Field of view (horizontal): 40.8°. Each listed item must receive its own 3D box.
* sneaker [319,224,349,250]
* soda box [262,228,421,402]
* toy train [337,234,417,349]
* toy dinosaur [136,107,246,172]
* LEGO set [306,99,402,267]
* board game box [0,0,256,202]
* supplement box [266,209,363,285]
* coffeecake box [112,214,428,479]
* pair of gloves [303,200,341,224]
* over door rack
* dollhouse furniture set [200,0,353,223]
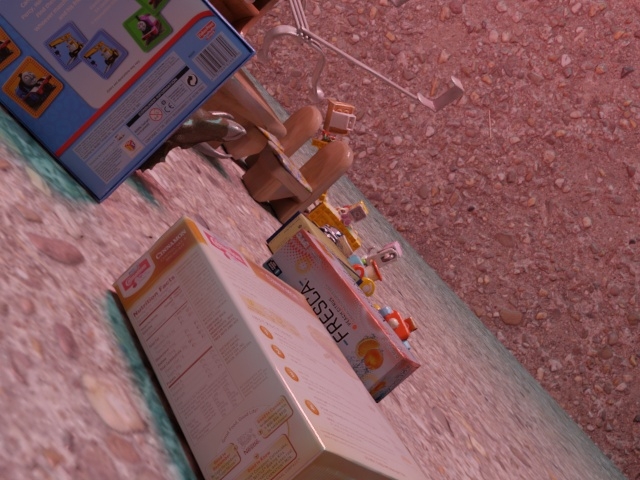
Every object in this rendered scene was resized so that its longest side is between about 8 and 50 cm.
[{"bbox_3d":[0.000,0.000,1.183,0.052,0.058,0.135,50,9,22],"label":"sneaker"},{"bbox_3d":[0.020,0.076,0.879,0.183,0.063,0.058,52,8,28],"label":"soda box"},{"bbox_3d":[0.075,0.070,1.064,0.125,0.046,0.166,92,-26,-64],"label":"toy train"},{"bbox_3d":[-0.211,-0.160,0.730,0.313,0.121,0.160,42,-4,-7],"label":"toy dinosaur"},{"bbox_3d":[0.033,-0.086,1.401,0.107,0.132,0.287,-65,138,-72],"label":"LEGO set"},{"bbox_3d":[-0.176,-0.159,0.619,0.211,0.160,0.039,46,7,-10],"label":"board game box"},{"bbox_3d":[-0.007,0.025,1.017,0.083,0.056,0.083,41,10,-42],"label":"supplement box"},{"bbox_3d":[-0.028,0.090,0.517,0.142,0.068,0.185,38,12,-49],"label":"coffeecake box"},{"bbox_3d":[-0.039,-0.102,1.555,0.240,0.042,0.204,52,9,29],"label":"pair of gloves"},{"bbox_3d":[0.028,-0.302,1.207,0.324,0.108,0.240,9,53,-36],"label":"over door rack"},{"bbox_3d":[-0.124,-0.293,1.240,0.362,0.256,0.394,41,9,-37],"label":"dollhouse furniture set"}]
